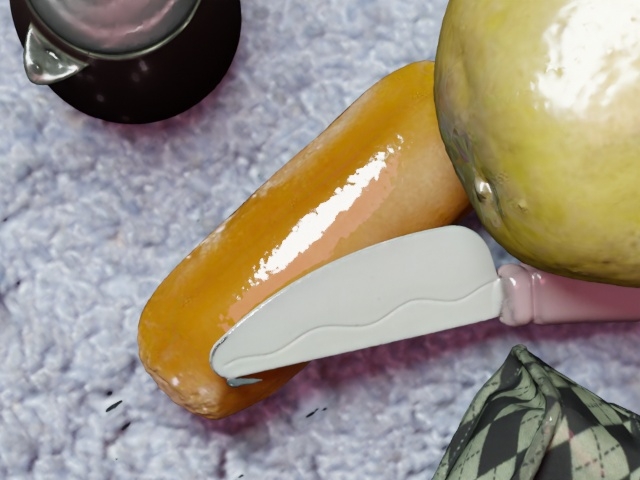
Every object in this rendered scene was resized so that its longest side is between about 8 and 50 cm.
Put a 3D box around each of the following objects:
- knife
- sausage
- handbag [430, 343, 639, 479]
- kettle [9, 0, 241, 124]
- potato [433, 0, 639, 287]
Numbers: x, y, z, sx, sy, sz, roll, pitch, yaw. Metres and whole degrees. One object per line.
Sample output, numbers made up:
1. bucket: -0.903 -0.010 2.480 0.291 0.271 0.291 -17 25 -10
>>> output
1. knife: 0.091 0.030 1.139 0.336 0.043 0.081 -9 108 -23
2. sausage: 0.000 0.001 1.160 0.274 0.105 0.105 -43 92 -2
3. handbag: 0.223 0.305 1.148 0.416 0.180 0.316 29 96 -8
4. kettle: -0.100 -0.164 1.088 0.144 0.232 0.202 42 87 -3
5. potato: 0.186 -0.173 1.059 0.296 0.290 0.397 -21 97 -14
